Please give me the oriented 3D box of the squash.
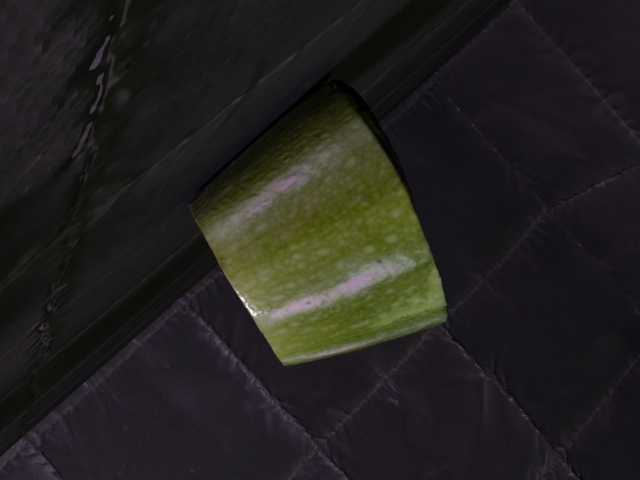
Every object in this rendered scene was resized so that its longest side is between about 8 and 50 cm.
[{"bbox_3d":[0.000,0.000,0.595,0.123,0.170,0.170,-30,-179,-5],"label":"squash"}]
